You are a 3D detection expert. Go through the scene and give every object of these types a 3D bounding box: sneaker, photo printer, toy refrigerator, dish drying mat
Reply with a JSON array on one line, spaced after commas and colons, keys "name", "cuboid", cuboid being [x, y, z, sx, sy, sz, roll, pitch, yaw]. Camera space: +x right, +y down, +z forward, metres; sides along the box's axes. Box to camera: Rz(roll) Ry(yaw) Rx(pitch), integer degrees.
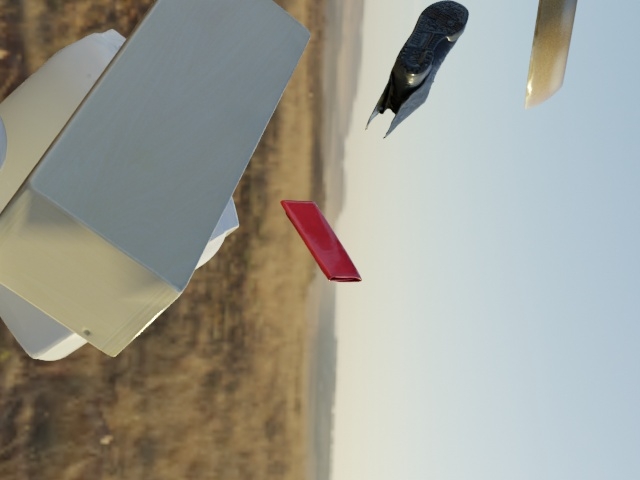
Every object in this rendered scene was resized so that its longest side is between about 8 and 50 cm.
[{"name": "sneaker", "cuboid": [0.110, -0.196, 1.270, 0.170, 0.051, 0.089, -53, 168, -35]}, {"name": "photo printer", "cuboid": [-0.241, -0.046, 1.147, 0.256, 0.307, 0.107, 58, 31, 0]}, {"name": "toy refrigerator", "cuboid": [-0.103, -0.065, 0.707, 0.094, 0.102, 0.269, -41, -160, 41]}, {"name": "dish drying mat", "cuboid": [0.000, 0.000, 0.815, 0.083, 0.032, 0.008, 57, -47, 38]}]

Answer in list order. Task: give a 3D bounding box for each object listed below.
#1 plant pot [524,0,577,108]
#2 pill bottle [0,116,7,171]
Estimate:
[{"name": "plant pot", "cuboid": [0.214, -0.231, 0.986, 0.236, 0.032, 0.236, 10, 90, -79]}, {"name": "pill bottle", "cuboid": [-0.384, -0.065, 1.015, 0.208, 0.119, 0.119, -21, -122, 44]}]
